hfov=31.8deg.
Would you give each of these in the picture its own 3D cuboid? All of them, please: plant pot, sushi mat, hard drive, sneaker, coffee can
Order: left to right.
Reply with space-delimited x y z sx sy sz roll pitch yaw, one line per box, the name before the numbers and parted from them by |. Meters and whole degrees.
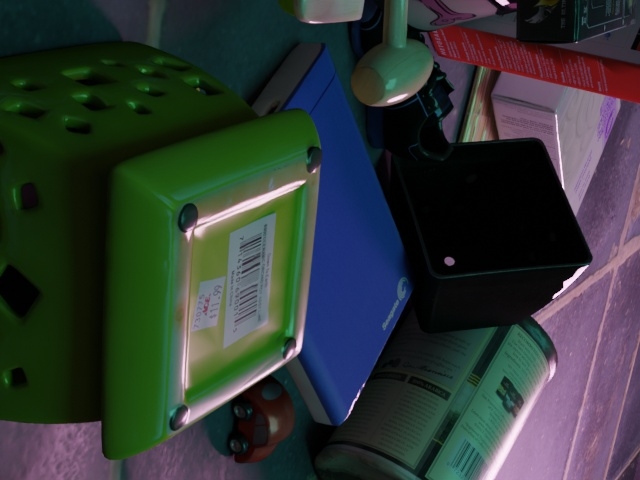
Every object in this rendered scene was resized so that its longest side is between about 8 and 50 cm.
plant pot | -0.129 0.002 0.764 0.227 0.207 0.228 -26 127 -53
hard drive | 0.000 0.000 1.093 0.210 0.040 0.318 -59 141 -35
sneaker | 0.094 -0.180 1.178 0.081 0.090 0.232 -52 147 -32
coffee can | 0.146 0.216 1.399 0.275 0.202 0.201 -54 148 -29
plant pot | 0.179 0.009 1.312 0.167 0.187 0.188 101 -20 -51
sushi mat | 0.242 -0.225 1.499 0.151 0.019 0.316 -6 112 -61

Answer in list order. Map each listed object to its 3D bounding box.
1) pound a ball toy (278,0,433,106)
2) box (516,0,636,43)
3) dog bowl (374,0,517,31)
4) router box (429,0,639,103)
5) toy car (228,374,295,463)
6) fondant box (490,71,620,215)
pound a ball toy | 0.018 -0.281 0.852 0.136 0.208 0.319 -23 125 -55
box | 0.231 -0.297 0.982 0.183 0.056 0.231 -28 121 -55
dog bowl | 0.168 -0.399 1.053 0.408 0.150 0.408 -22 116 -55
router box | 0.323 -0.336 1.272 0.335 0.301 0.082 -63 151 -15
toy car | -0.055 0.109 1.125 0.239 0.053 0.225 -67 152 -8
fondant box | 0.341 -0.196 1.585 0.238 0.096 0.330 -64 156 -19
